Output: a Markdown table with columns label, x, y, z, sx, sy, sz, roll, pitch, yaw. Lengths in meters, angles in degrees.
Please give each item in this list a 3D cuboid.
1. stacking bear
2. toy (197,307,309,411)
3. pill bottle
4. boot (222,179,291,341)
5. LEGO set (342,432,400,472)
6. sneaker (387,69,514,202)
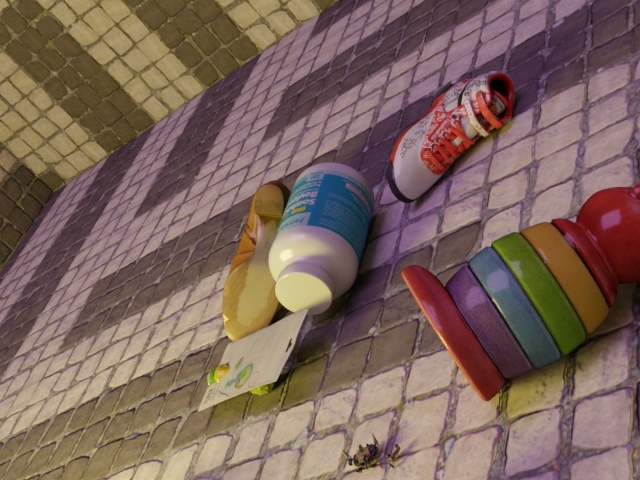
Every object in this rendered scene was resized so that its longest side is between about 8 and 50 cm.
| label | x | y | z | sx | sy | sz | roll | pitch | yaw |
| --- | --- | --- | --- | --- | --- | --- | --- | --- | --- |
| stacking bear | 0.268 | 0.044 | 1.141 | 0.289 | 0.175 | 0.164 | -33 | 22 | 5 |
| toy | -0.095 | 0.200 | 1.568 | 0.237 | 0.056 | 0.137 | -24 | 33 | 47 |
| pill bottle | 0.000 | 0.000 | 1.636 | 0.146 | 0.146 | 0.264 | -28 | 28 | 32 |
| boot | -0.099 | 0.039 | 1.795 | 0.211 | 0.104 | 0.295 | 42 | -121 | -86 |
| LEGO set | 0.065 | 0.271 | 1.244 | 0.083 | 0.023 | 0.054 | 16 | 64 | 48 |
| sneaker | 0.222 | -0.180 | 1.653 | 0.145 | 0.090 | 0.270 | -12 | 36 | 55 |
